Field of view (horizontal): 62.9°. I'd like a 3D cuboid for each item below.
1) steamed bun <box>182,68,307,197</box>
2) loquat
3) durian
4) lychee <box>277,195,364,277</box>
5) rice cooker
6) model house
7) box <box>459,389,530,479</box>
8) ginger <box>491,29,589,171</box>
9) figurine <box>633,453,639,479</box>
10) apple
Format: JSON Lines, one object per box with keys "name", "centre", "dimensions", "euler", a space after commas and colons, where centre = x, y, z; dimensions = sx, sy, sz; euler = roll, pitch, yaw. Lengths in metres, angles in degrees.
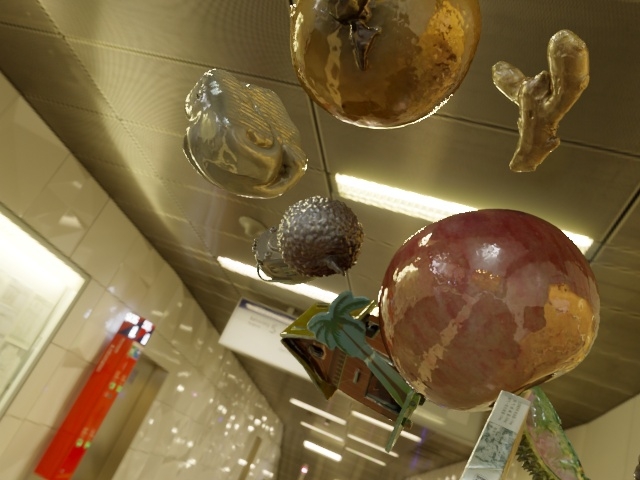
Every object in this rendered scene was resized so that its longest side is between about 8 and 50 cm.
{"name": "steamed bun", "centre": [-0.226, -0.267, 1.413], "dimensions": [0.255, 0.367, 0.343], "euler": [-38, -37, 27]}
{"name": "loquat", "centre": [0.094, -0.357, 0.892], "dimensions": [0.329, 0.328, 0.359], "euler": [13, 11, 24]}
{"name": "durian", "centre": [0.384, 0.367, 0.932], "dimensions": [0.137, 0.220, 0.095], "euler": [-2, -42, -32]}
{"name": "lychee", "centre": [0.000, 0.000, 0.987], "dimensions": [0.165, 0.197, 0.165], "euler": [-6, -45, -6]}
{"name": "rice cooker", "centre": [-0.068, 0.030, 1.275], "dimensions": [0.207, 0.145, 0.127], "euler": [-6, -37, 21]}
{"name": "model house", "centre": [0.109, 0.180, 1.110], "dimensions": [0.324, 0.300, 0.340], "euler": [25, -53, 20]}
{"name": "box", "centre": [0.120, 0.154, 0.366], "dimensions": [0.024, 0.083, 0.054], "euler": [21, -44, 28]}
{"name": "ginger", "centre": [0.639, -0.380, 1.486], "dimensions": [0.363, 0.122, 0.347], "euler": [-2, -73, 68]}
{"name": "figurine", "centre": [0.289, 0.259, 0.372], "dimensions": [0.166, 0.207, 0.386], "euler": [-8, -57, 24]}
{"name": "apple", "centre": [0.246, 0.117, 0.788], "dimensions": [0.345, 0.269, 0.344], "euler": [-1, -34, -1]}
